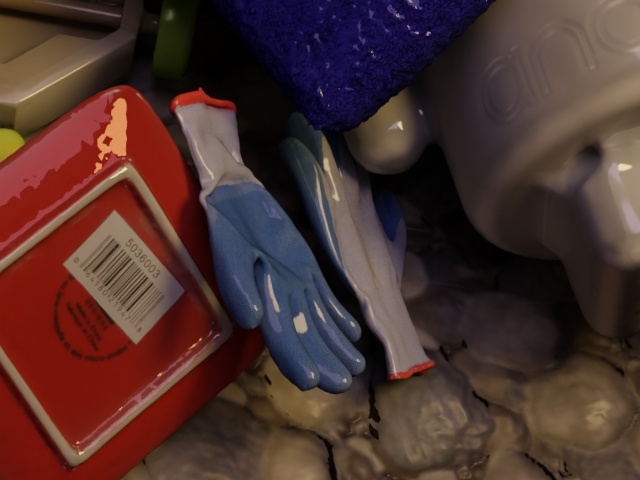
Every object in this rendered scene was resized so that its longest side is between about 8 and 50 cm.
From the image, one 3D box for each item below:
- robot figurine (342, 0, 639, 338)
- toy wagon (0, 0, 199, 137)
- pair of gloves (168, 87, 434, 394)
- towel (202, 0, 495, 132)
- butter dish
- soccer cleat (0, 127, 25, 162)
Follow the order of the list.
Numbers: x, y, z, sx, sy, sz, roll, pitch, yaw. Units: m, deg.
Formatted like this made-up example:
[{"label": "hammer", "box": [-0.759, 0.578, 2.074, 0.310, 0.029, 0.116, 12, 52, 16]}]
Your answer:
[{"label": "robot figurine", "box": [0.142, -0.130, 0.951, 0.300, 0.200, 0.353, -15, 64, -6]}, {"label": "toy wagon", "box": [-0.192, -0.216, 1.004, 0.267, 0.068, 0.344, 10, 59, -7]}, {"label": "pair of gloves", "box": [0.000, 0.000, 0.887, 0.198, 0.023, 0.159, -1, 65, -61]}, {"label": "towel", "box": [0.044, -0.226, 0.869, 0.308, 0.076, 0.227, -46, 59, 6]}, {"label": "butter dish", "box": [-0.130, 0.025, 0.859, 0.160, 0.118, 0.160, -40, 116, -20]}, {"label": "soccer cleat", "box": [-0.263, 0.028, 0.851, 0.289, 0.093, 0.121, -25, 92, -27]}]
